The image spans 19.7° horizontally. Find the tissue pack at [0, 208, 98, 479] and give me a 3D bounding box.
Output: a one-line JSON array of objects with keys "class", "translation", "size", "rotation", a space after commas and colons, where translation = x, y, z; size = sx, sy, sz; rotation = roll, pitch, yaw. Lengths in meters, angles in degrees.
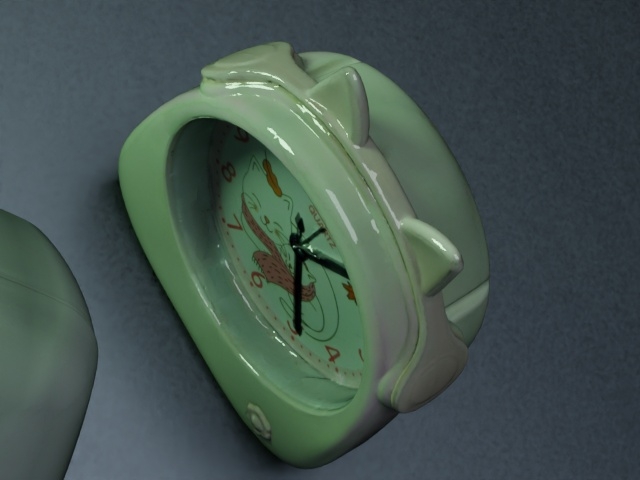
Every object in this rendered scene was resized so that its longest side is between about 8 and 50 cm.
[{"class": "tissue pack", "translation": [-0.301, 0.087, 1.057], "size": [0.333, 0.229, 0.236], "rotation": [13, 28, -23]}]

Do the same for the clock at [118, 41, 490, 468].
[{"class": "clock", "translation": [0.000, 0.000, 1.201], "size": [0.108, 0.324, 0.265], "rotation": [-27, 86, -29]}]
